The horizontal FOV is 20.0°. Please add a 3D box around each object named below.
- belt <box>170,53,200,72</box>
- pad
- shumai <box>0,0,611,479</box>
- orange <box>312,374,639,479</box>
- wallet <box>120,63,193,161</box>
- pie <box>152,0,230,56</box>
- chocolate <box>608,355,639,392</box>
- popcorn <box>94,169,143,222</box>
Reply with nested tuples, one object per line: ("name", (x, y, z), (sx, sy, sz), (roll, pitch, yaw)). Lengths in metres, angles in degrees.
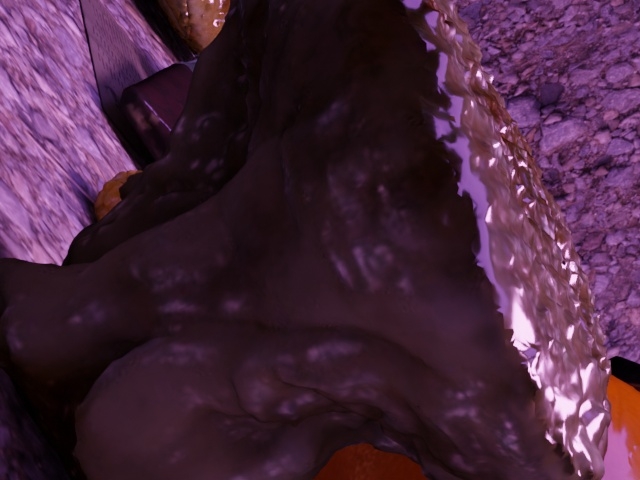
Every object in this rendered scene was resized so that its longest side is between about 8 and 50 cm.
("belt", (-0.099, -0.125, 1.857), (0.151, 0.079, 0.121), (59, 5, -11))
("pad", (-0.177, -0.144, 1.735), (0.159, 0.009, 0.265), (52, 12, -38))
("shumai", (-0.026, 0.013, 1.042), (0.324, 0.323, 0.397), (46, 22, -55))
("orange", (0.122, 0.220, 1.267), (0.312, 0.312, 0.312), (57, 9, -15))
("wallet", (-0.112, -0.077, 1.686), (0.182, 0.049, 0.229), (58, 9, -5))
("pie", (-0.160, -0.383, 2.103), (0.395, 0.180, 0.418), (59, -3, -25))
("chocolate", (0.234, 0.326, 1.581), (0.384, 0.383, 0.331), (60, 26, 2))
("popcorn", (-0.125, -0.020, 1.393), (0.084, 0.084, 0.084), (57, 9, -15))
